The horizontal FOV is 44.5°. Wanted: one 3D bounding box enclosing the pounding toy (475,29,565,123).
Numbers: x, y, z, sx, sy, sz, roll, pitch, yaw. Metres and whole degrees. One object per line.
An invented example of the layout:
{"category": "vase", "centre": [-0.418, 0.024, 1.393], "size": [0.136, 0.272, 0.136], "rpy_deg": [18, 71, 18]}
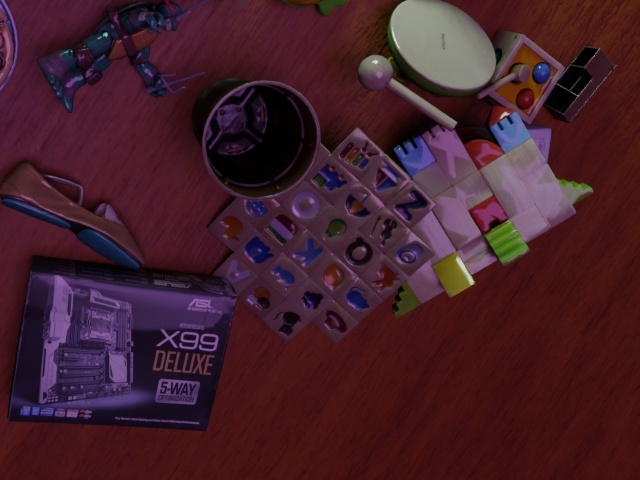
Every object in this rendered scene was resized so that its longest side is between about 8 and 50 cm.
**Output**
{"category": "pounding toy", "centre": [0.314, -0.267, 1.297], "size": [0.141, 0.100, 0.130], "rpy_deg": [27, 97, -29]}

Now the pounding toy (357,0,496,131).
{"category": "pounding toy", "centre": [0.159, -0.260, 1.224], "size": [0.183, 0.110, 0.237], "rpy_deg": [35, 55, -1]}

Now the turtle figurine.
{"category": "turtle figurine", "centre": [-0.256, -0.261, 1.059], "size": [0.234, 0.118, 0.175], "rpy_deg": [-29, 159, -8]}

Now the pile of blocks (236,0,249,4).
{"category": "pile of blocks", "centre": [-0.144, -0.497, 1.013], "size": [0.149, 0.112, 0.362], "rpy_deg": [-12, 120, -18]}

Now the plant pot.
{"category": "plant pot", "centre": [-0.106, -0.160, 1.127], "size": [0.167, 0.165, 0.166], "rpy_deg": [-8, 113, -19]}

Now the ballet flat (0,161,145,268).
{"category": "ballet flat", "centre": [-0.342, -0.038, 1.131], "size": [0.232, 0.080, 0.073], "rpy_deg": [33, 65, -32]}

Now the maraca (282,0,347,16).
{"category": "maraca", "centre": [-0.010, -0.392, 1.121], "size": [0.186, 0.099, 0.127], "rpy_deg": [10, 116, -52]}

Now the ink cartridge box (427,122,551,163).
{"category": "ink cartridge box", "centre": [0.287, -0.105, 1.377], "size": [0.232, 0.066, 0.189], "rpy_deg": [-8, 113, -24]}

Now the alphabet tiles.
{"category": "alphabet tiles", "centre": [0.000, 0.000, 1.230], "size": [0.285, 0.011, 0.342], "rpy_deg": [42, 110, -11]}

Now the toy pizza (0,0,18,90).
{"category": "toy pizza", "centre": [-0.494, -0.258, 1.003], "size": [0.201, 0.032, 0.201], "rpy_deg": [-8, 113, -20]}

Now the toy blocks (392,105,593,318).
{"category": "toy blocks", "centre": [0.218, -0.086, 1.285], "size": [0.381, 0.191, 0.261], "rpy_deg": [-31, 100, 9]}

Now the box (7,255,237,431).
{"category": "box", "centre": [-0.304, 0.164, 1.211], "size": [0.308, 0.076, 0.242], "rpy_deg": [9, 106, -21]}

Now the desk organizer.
{"category": "desk organizer", "centre": [0.454, -0.276, 1.384], "size": [0.050, 0.047, 0.130], "rpy_deg": [38, 92, -27]}
